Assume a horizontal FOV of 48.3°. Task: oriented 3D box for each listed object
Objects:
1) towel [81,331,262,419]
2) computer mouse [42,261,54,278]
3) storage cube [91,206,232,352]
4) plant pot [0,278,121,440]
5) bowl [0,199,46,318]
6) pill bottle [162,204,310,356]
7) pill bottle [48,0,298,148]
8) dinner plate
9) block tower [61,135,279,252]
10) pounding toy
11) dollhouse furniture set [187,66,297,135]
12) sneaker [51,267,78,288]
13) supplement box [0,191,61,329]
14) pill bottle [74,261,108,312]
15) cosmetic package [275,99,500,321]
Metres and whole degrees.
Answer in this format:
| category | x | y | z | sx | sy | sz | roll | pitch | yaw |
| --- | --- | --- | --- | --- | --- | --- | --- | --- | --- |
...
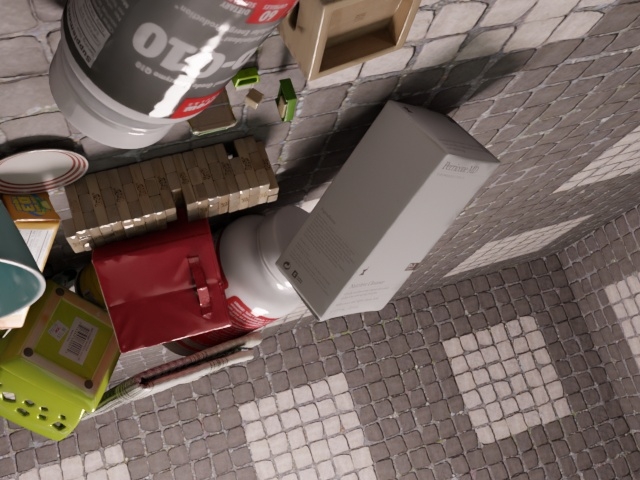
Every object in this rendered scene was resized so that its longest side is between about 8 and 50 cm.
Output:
| category | x | y | z | sx | sy | sz | roll | pitch | yaw |
| --- | --- | --- | --- | --- | --- | --- | --- | --- | --- |
| towel | -0.311 | 0.292 | 1.499 | 0.324 | 0.056 | 0.312 | -15 | 168 | -46 |
| computer mouse | -0.600 | 0.083 | 1.410 | 0.242 | 0.041 | 0.071 | -23 | 178 | 39 |
| storage cube | -0.272 | 0.054 | 1.241 | 0.193 | 0.184 | 0.215 | -14 | -155 | -9 |
| plant pot | -0.512 | 0.222 | 1.381 | 0.227 | 0.228 | 0.207 | 36 | 135 | -24 |
| bowl | -0.531 | 0.008 | 0.925 | 0.311 | 0.163 | 0.311 | -15 | 162 | -5 |
| pill bottle | -0.178 | 0.085 | 1.535 | 0.407 | 0.229 | 0.229 | -28 | 163 | 34 |
| pill bottle | -0.135 | -0.207 | 0.643 | 0.161 | 0.161 | 0.283 | -6 | 161 | -39 |
| dinner plate | -0.400 | -0.100 | 1.003 | 0.141 | 0.017 | 0.141 | -17 | 165 | -5 |
| block tower | -0.240 | -0.077 | 1.139 | 0.335 | 0.097 | 0.091 | -17 | 166 | -13 |
| pounding toy | 0.067 | -0.287 | 0.755 | 0.206 | 0.094 | 0.181 | -24 | 163 | -17 |
| dollhouse furniture set | -0.111 | -0.178 | 0.950 | 0.151 | 0.076 | 0.058 | -15 | 165 | -15 |
| sneaker | -0.548 | 0.092 | 1.485 | 0.098 | 0.038 | 0.069 | -14 | 164 | -16 |
| supplement box | -0.477 | 0.032 | 1.104 | 0.080 | 0.078 | 0.233 | 3 | 129 | -44 |
| pill bottle | -0.386 | 0.066 | 1.431 | 0.208 | 0.119 | 0.119 | -27 | 163 | 32 |
| cosmetic package | 0.117 | -0.048 | 1.290 | 0.217 | 0.156 | 0.385 | -4 | 137 | -52 |
